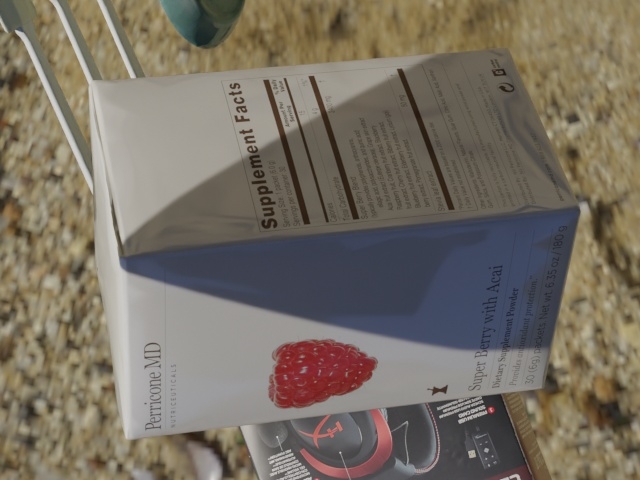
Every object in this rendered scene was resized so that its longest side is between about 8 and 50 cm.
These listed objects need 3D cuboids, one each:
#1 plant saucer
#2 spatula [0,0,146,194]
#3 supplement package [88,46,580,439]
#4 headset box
[{"bbox_3d":[-0.089,-0.208,1.397,0.021,0.119,0.119,-9,120,30],"label":"plant saucer"},{"bbox_3d":[-0.197,-0.166,1.509,0.019,0.168,0.242,-16,106,29],"label":"spatula"},{"bbox_3d":[0.000,0.000,1.214,0.292,0.175,0.178,-6,135,-10],"label":"supplement package"},{"bbox_3d":[0.048,0.136,1.496,0.218,0.110,0.293,-22,84,12],"label":"headset box"}]
